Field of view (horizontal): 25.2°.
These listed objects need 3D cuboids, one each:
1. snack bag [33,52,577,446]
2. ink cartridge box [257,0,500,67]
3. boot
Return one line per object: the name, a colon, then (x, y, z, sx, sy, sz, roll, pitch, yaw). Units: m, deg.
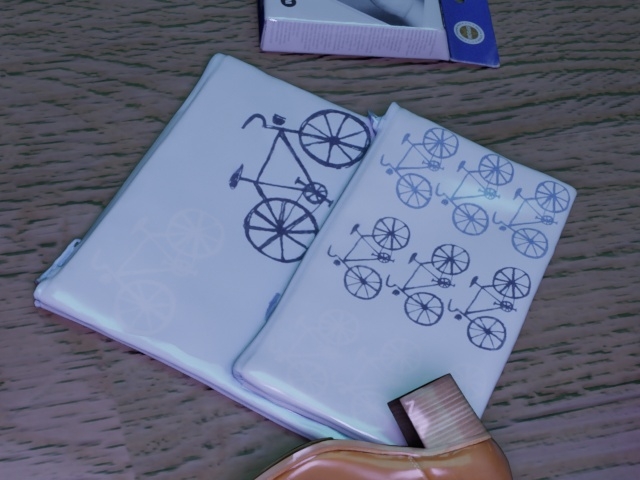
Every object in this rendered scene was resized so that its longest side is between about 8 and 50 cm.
snack bag: (0.000, 0.000, 1.117, 0.343, 0.037, 0.323, 25, 52, 8)
ink cartridge box: (0.050, -0.259, 1.322, 0.224, 0.045, 0.223, 2, 52, -11)
boot: (0.041, 0.196, 0.955, 0.197, 0.073, 0.152, -26, 84, -2)
